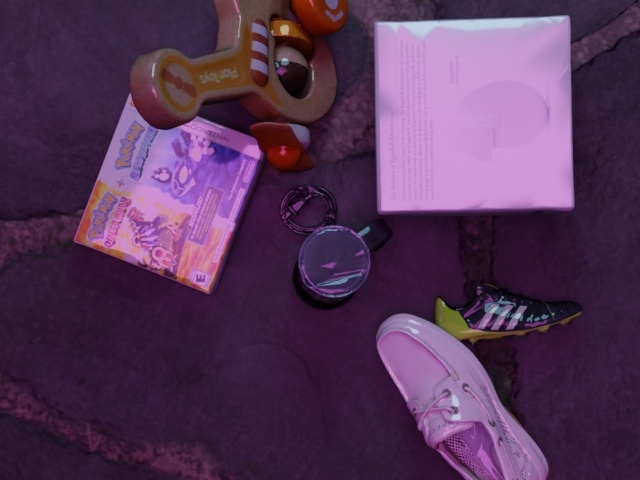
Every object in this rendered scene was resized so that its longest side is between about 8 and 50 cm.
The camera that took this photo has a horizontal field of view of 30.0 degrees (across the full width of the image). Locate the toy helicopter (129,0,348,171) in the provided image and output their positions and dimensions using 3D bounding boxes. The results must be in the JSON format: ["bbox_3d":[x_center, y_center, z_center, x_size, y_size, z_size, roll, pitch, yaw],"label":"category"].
[{"bbox_3d":[-0.087,-0.173,1.347,0.140,0.355,0.235,-9,100,34],"label":"toy helicopter"}]

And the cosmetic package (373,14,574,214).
[{"bbox_3d":[0.177,-0.142,1.415,0.225,0.138,0.224,-1,89,3],"label":"cosmetic package"}]

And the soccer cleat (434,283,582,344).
[{"bbox_3d":[0.226,0.084,1.448,0.179,0.060,0.072,-10,87,7],"label":"soccer cleat"}]

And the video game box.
[{"bbox_3d":[-0.184,-0.060,1.487,0.187,0.048,0.205,21,90,6],"label":"video game box"}]

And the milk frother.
[{"bbox_3d":[0.000,0.000,1.425,0.143,0.135,0.129,36,79,2],"label":"milk frother"}]

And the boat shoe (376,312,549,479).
[{"bbox_3d":[0.160,0.208,1.418,0.277,0.096,0.098,48,126,4],"label":"boat shoe"}]
